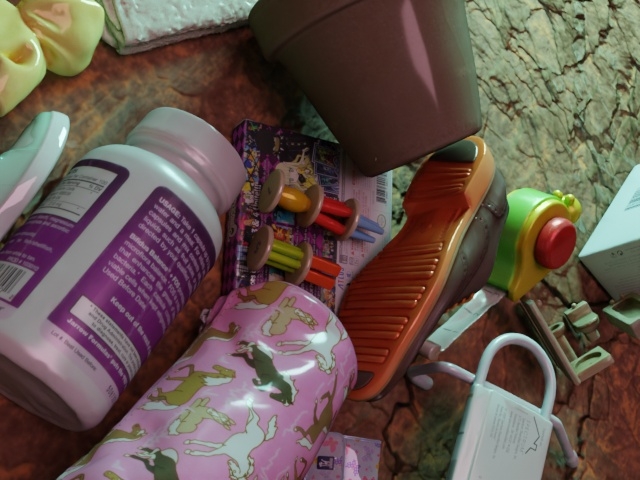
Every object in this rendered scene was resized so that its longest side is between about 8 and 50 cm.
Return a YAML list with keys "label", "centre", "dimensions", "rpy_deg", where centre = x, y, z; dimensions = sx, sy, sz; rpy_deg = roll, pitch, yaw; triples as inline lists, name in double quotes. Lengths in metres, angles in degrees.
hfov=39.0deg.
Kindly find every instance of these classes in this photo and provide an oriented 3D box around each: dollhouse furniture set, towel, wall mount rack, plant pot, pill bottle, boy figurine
- label: "dollhouse furniture set"
  centre: [0.356, 0.087, 1.207]
  dimensions: [0.151, 0.144, 0.123]
  rpy_deg: [-32, 95, 3]
- label: "towel"
  centre: [-0.156, -0.330, 1.067]
  dimensions: [0.282, 0.049, 0.187]
  rpy_deg: [-22, 90, -35]
- label: "wall mount rack"
  centre: [0.214, 0.301, 1.079]
  dimensions: [0.304, 0.130, 0.350]
  rpy_deg: [29, 65, -18]
- label: "plant pot"
  centre: [0.080, -0.205, 1.050]
  dimensions: [0.263, 0.263, 0.229]
  rpy_deg: [-24, 92, -34]
- label: "pill bottle"
  centre: [-0.200, 0.016, 0.872]
  dimensions: [0.169, 0.169, 0.301]
  rpy_deg: [42, 60, -15]
- label: "boy figurine"
  centre: [-0.347, -0.184, 0.883]
  dimensions: [0.285, 0.092, 0.177]
  rpy_deg: [-31, 67, -37]

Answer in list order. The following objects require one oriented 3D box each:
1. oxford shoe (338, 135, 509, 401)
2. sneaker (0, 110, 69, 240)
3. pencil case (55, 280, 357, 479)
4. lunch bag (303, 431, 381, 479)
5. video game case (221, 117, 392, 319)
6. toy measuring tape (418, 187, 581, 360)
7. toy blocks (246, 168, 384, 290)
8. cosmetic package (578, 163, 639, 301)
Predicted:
- label: "oxford shoe"
  centre: [0.136, 0.049, 1.051]
  dimensions: [0.132, 0.130, 0.363]
  rpy_deg: [49, 60, -31]
- label: "sneaker"
  centre: [-0.352, -0.058, 0.846]
  dimensions: [0.151, 0.094, 0.256]
  rpy_deg: [37, 60, -14]
- label: "pencil case"
  centre: [-0.108, 0.194, 0.824]
  dimensions: [0.386, 0.167, 0.160]
  rpy_deg: [-50, 131, -51]
- label: "lunch bag"
  centre: [0.022, 0.254, 1.013]
  dimensions: [0.083, 0.053, 0.071]
  rpy_deg: [15, 68, -18]
- label: "video game case"
  centre: [-0.010, -0.010, 1.070]
  dimensions: [0.210, 0.042, 0.232]
  rpy_deg: [11, 71, -29]
- label: "toy measuring tape"
  centre: [0.230, 0.021, 1.166]
  dimensions: [0.330, 0.121, 0.121]
  rpy_deg: [-35, 96, -28]
- label: "toy blocks"
  centre: [0.000, 0.000, 1.015]
  dimensions: [0.148, 0.054, 0.123]
  rpy_deg: [20, 67, -25]
- label: "cosmetic package"
  centre: [0.538, 0.018, 1.339]
  dimensions: [0.224, 0.138, 0.224]
  rpy_deg: [48, 58, -10]
